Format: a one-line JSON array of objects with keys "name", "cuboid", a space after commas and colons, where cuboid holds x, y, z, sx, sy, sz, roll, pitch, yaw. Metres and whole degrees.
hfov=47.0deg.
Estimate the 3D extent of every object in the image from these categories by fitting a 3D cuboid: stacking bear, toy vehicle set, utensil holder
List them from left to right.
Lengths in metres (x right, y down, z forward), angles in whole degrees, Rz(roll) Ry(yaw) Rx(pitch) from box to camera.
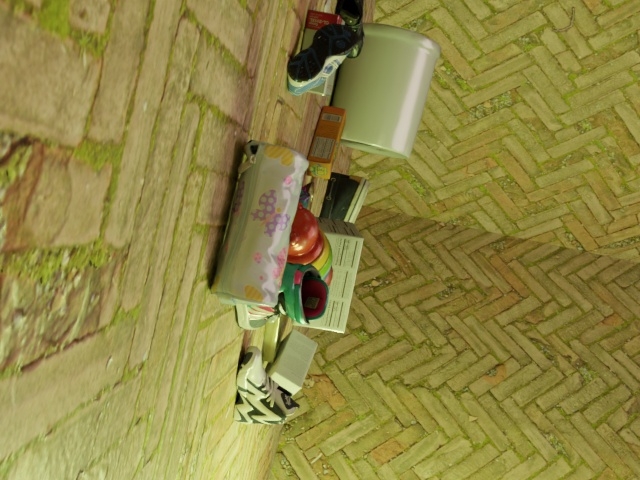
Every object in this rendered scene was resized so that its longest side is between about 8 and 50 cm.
[{"name": "toy vehicle set", "cuboid": [-0.117, 0.210, 2.149, 0.266, 0.035, 0.165, -71, 172, -59]}, {"name": "stacking bear", "cuboid": [-0.056, 0.019, 1.694, 0.289, 0.164, 0.175, 83, 19, -64]}, {"name": "utensil holder", "cuboid": [0.202, -0.500, 2.498, 0.327, 0.328, 0.385, -14, 119, -85]}]

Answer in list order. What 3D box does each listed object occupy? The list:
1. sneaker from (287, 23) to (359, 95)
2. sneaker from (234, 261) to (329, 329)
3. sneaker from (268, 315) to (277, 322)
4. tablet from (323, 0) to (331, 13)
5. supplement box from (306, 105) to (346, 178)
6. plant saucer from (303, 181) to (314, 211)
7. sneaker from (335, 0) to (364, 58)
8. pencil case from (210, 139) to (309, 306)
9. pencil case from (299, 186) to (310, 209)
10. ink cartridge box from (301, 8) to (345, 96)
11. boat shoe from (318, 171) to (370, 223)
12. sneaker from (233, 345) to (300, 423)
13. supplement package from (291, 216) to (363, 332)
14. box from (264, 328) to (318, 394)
[{"name": "sneaker", "cuboid": [-0.001, -0.383, 1.551, 0.211, 0.080, 0.081, -42, 171, -27]}, {"name": "sneaker", "cuboid": [-0.074, 0.119, 1.502, 0.295, 0.179, 0.123, 93, 10, -66]}, {"name": "sneaker", "cuboid": [-0.131, 0.172, 1.881, 0.069, 0.038, 0.098, -58, 150, -74]}, {"name": "tablet", "cuboid": [0.017, -0.590, 1.874, 0.083, 0.006, 0.054, -72, 173, -51]}, {"name": "supplement box", "cuboid": [0.018, -0.298, 2.227, 0.078, 0.080, 0.233, 92, 13, -56]}, {"name": "plant saucer", "cuboid": [-0.056, -0.078, 2.144, 0.198, 0.036, 0.198, 12, 90, -86]}, {"name": "sneaker", "cuboid": [0.083, -0.622, 2.135, 0.130, 0.087, 0.227, -70, 168, -49]}, {"name": "pencil case", "cuboid": [-0.100, -0.026, 1.208, 0.124, 0.114, 0.273, 21, 80, -75]}, {"name": "pencil case", "cuboid": [-0.066, -0.058, 1.876, 0.070, 0.065, 0.151, -42, 148, -55]}, {"name": "ink cartridge box", "cuboid": [-0.001, -0.419, 1.659, 0.127, 0.073, 0.175, -56, 158, -78]}, {"name": "boat shoe", "cuboid": [0.000, 0.000, 2.386, 0.187, 0.156, 0.500, 106, 8, -80]}, {"name": "sneaker", "cuboid": [-0.118, 0.353, 1.739, 0.094, 0.153, 0.234, -74, 175, -61]}, {"name": "supplement package", "cuboid": [0.008, 0.084, 1.985, 0.204, 0.145, 0.261, -114, -145, -76]}, {"name": "box", "cuboid": [-0.096, 0.365, 2.116, 0.130, 0.091, 0.170, -48, -168, 42]}]
